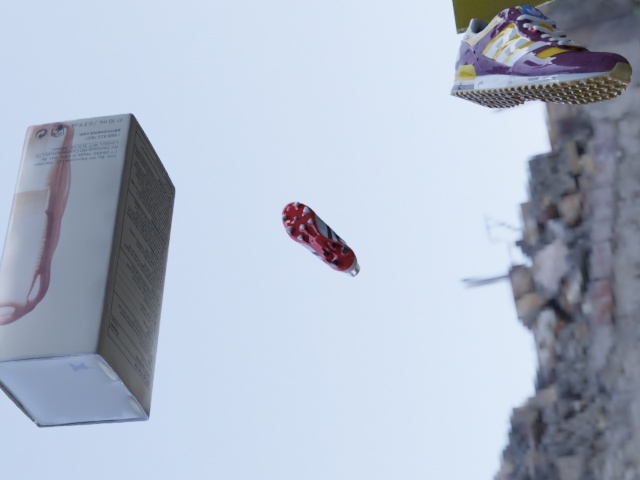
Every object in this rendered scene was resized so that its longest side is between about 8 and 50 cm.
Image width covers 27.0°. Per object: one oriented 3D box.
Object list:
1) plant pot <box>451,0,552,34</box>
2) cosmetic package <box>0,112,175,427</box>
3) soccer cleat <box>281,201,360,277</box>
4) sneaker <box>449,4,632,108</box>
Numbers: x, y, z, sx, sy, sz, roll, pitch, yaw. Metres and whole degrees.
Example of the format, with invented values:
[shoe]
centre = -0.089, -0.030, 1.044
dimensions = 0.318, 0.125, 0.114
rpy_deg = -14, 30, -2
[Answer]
[plant pot]
centre = 0.218, -0.367, 1.408
dimensions = 0.212, 0.187, 0.212
rpy_deg = -85, -14, -56
[cosmetic package]
centre = -0.245, 0.030, 1.393
dimensions = 0.153, 0.129, 0.296
rpy_deg = 69, -161, -52
[soccer cleat]
centre = 0.000, 0.000, 1.043
dimensions = 0.083, 0.029, 0.035
rpy_deg = 40, 177, 32
[sneaker]
centre = 0.180, -0.158, 1.104
dimensions = 0.069, 0.185, 0.084
rpy_deg = 12, -96, -39
